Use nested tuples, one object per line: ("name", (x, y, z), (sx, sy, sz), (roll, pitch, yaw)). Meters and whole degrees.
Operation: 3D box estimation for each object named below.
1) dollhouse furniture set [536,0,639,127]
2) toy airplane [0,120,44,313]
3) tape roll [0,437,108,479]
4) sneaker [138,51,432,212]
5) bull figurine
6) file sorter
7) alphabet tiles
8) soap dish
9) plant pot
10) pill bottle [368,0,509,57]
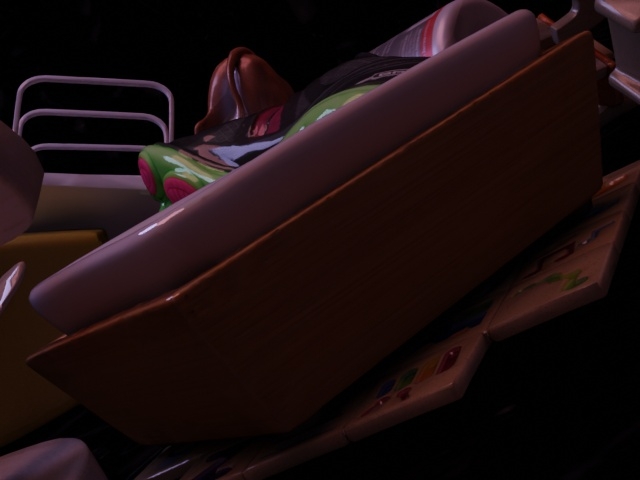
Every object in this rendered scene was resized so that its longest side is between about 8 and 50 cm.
("dollhouse furniture set", (0.233, -0.210, 0.883), (0.135, 0.262, 0.259), (-29, 39, -6))
("toy airplane", (-0.321, 0.050, 0.447), (0.385, 0.272, 0.386), (2, -23, -22))
("tape roll", (-0.230, 0.201, 0.370), (0.392, 0.072, 0.392), (-30, 6, 4))
("sneaker", (-0.002, -0.057, 1.025), (0.202, 0.185, 0.483), (-34, 17, -33))
("bull figurine", (-0.040, -0.094, 1.345), (0.101, 0.310, 0.188), (-4, 60, 35))
("file sorter", (-0.273, -0.049, 1.364), (0.193, 0.173, 0.277), (2, -33, -10))
("alphabet tiles", (0.047, 0.046, 0.646), (0.285, 0.011, 0.342), (-28, 6, 26))
("soap dish", (0.000, 0.000, 0.623), (0.291, 0.118, 0.229), (-34, 6, -32))
("plant pot", (-0.297, 0.085, 1.185), (0.187, 0.212, 0.212), (-17, 4, -6))
("pill bottle", (0.080, -0.118, 1.161), (0.283, 0.161, 0.161), (-25, 7, 44))
